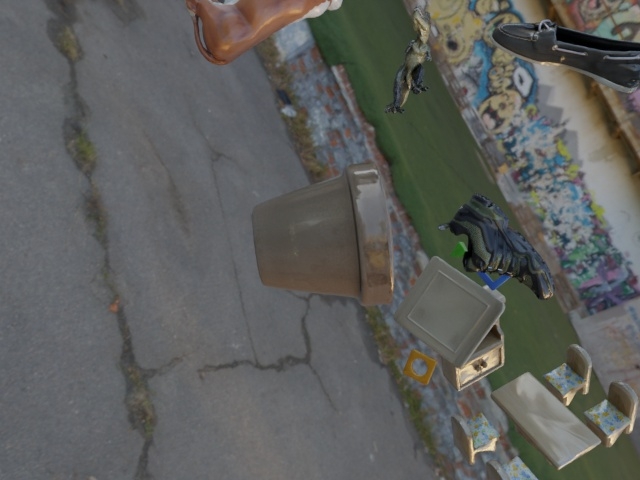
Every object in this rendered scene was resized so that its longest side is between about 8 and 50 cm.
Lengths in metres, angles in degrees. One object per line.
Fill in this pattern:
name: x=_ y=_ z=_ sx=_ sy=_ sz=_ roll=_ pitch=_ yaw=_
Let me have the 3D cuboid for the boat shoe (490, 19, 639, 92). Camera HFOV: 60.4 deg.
boat shoe: x=0.539 y=-0.421 z=1.174 sx=0.335 sy=0.096 sz=0.112 roll=21 pitch=48 yaw=7

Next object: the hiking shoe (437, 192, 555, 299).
hiking shoe: x=0.312 y=0.028 z=0.972 sx=0.227 sy=0.114 sz=0.086 roll=49 pitch=16 yaw=-1

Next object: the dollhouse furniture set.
dollhouse furniture set: x=0.459 y=0.332 z=1.293 sx=0.394 sy=0.362 sz=0.257 roll=49 pitch=-19 yaw=50

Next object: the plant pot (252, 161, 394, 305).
plant pot: x=0.000 y=0.000 z=0.991 sx=0.263 sy=0.229 sz=0.263 roll=173 pitch=-90 yaw=-88

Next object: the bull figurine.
bull figurine: x=-0.096 y=-0.438 z=0.956 sx=0.188 sy=0.310 sz=0.101 roll=58 pitch=-14 yaw=-23

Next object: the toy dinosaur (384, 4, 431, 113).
toy dinosaur: x=0.168 y=-0.309 z=1.058 sx=0.063 sy=0.268 sz=0.118 roll=13 pitch=58 yaw=-3

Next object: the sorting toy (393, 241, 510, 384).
sorting toy: x=0.287 y=0.161 z=1.241 sx=0.196 sy=0.348 sz=0.047 roll=38 pitch=15 yaw=23
